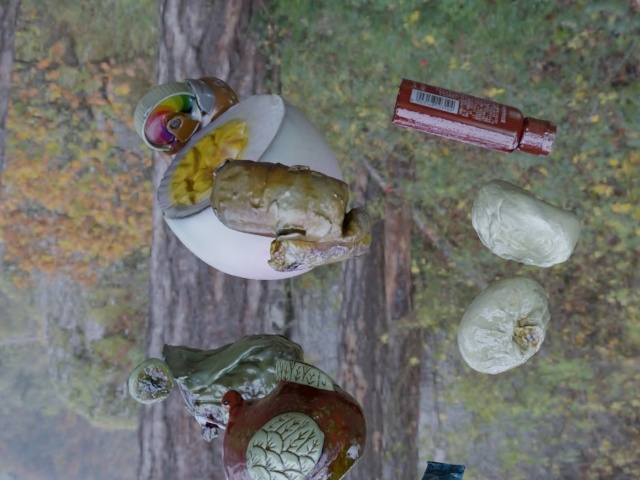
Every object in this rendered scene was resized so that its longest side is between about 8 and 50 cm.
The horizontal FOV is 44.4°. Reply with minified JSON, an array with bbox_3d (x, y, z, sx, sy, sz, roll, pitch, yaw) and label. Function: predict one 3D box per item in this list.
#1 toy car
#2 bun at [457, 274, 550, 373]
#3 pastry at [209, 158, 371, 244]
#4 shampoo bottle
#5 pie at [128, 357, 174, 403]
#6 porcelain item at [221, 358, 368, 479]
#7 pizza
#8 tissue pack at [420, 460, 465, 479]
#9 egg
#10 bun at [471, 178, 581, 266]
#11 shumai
[{"bbox_3d":[-0.297,-0.266,1.704,0.235,0.145,0.235,-30,149,-21],"label":"toy car"},{"bbox_3d":[0.389,0.183,1.604,0.222,0.127,0.222,-18,128,-25],"label":"bun"},{"bbox_3d":[-0.045,-0.050,1.051,0.228,0.100,0.218,9,-178,22],"label":"pastry"},{"bbox_3d":[0.295,-0.234,1.523,0.314,0.118,0.076,14,129,0],"label":"shampoo bottle"},{"bbox_3d":[-0.292,0.246,1.361,0.084,0.084,0.021,11,179,-34],"label":"pie"},{"bbox_3d":[-0.060,0.310,1.257,0.252,0.253,0.253,-3,159,-1],"label":"porcelain item"},{"bbox_3d":[0.000,0.000,1.345,0.161,0.086,0.305,-11,179,20],"label":"pizza"},{"bbox_3d":[0.166,0.396,1.174,0.085,0.138,0.028,-11,126,51],"label":"tissue pack"},{"bbox_3d":[-0.100,-0.070,1.603,0.354,0.355,0.340,-19,130,35],"label":"egg"},{"bbox_3d":[0.415,-0.025,1.612,0.229,0.145,0.229,28,-175,-3],"label":"bun"},{"bbox_3d":[-0.211,0.306,1.778,0.288,0.292,0.330,31,161,-17],"label":"shumai"}]
